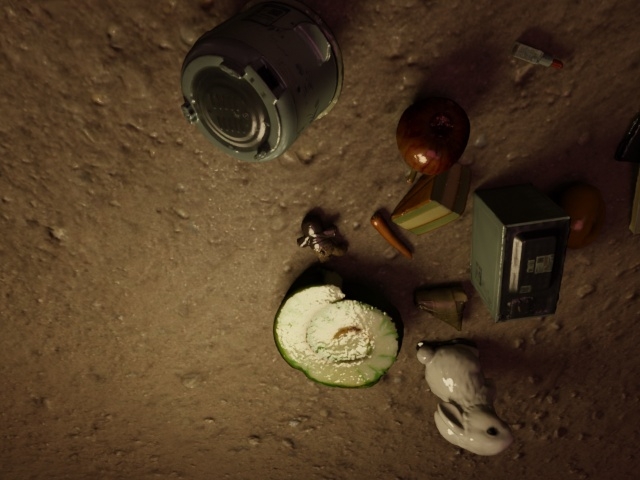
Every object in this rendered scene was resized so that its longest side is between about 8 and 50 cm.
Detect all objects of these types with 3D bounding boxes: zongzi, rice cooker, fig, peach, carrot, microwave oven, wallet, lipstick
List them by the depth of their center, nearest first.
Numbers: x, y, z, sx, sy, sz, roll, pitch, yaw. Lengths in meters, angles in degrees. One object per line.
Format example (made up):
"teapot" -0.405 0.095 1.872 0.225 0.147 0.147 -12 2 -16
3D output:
"rice cooker" -0.105 -0.316 0.891 0.317 0.316 0.264 -38 107 19
"lipstick" 0.490 -0.410 1.017 0.129 0.030 0.030 13 121 -13
"fig" 0.251 -0.235 1.064 0.175 0.207 0.174 0 87 1
"wallet" 0.908 -0.255 1.149 0.286 0.030 0.146 2 128 -7
"microwave oven" 0.517 0.030 1.191 0.181 0.237 0.294 -8 119 0
"peach" 0.678 -0.062 1.193 0.179 0.103 0.179 -20 119 -42
"carrot" 0.200 -0.007 1.264 0.037 0.037 0.190 -35 123 18
"zongzi" 0.363 0.220 1.401 0.160 0.078 0.176 -2 127 3

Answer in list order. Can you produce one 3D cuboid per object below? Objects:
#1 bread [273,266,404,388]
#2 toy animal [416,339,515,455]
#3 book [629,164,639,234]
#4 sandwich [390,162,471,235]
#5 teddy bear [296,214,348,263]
"bread" 0.050 0.249 1.321 0.367 0.129 0.381 -13 109 16
"toy animal" 0.442 0.489 1.415 0.258 0.357 0.193 8 125 -7
"book" 0.936 -0.153 1.199 0.202 0.026 0.289 -20 130 9
"sandwich" 0.289 -0.116 1.209 0.117 0.144 0.187 27 153 -20
"teddy bear" 0.001 0.007 1.231 0.120 0.077 0.160 -25 123 16
